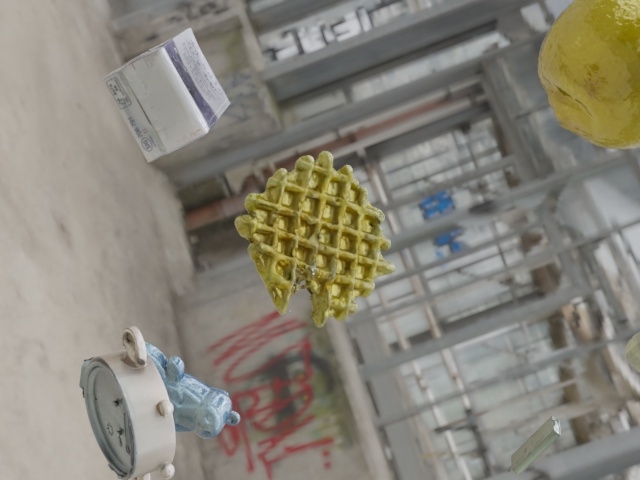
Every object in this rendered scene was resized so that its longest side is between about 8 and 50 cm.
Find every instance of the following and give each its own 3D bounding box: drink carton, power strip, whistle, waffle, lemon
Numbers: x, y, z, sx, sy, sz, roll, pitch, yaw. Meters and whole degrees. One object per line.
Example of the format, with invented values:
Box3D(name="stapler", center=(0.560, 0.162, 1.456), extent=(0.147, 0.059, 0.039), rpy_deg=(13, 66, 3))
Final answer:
Box3D(name="drink carton", center=(-0.213, -0.213, 1.606), extent=(0.134, 0.102, 0.222), rpy_deg=(60, 14, -13))
Box3D(name="power strip", center=(0.377, 0.368, 1.988), extent=(0.019, 0.136, 0.051), rpy_deg=(34, 24, -10))
Box3D(name="whistle", center=(-0.255, 0.246, 1.773), extent=(0.093, 0.269, 0.180), rpy_deg=(-65, 166, -63))
Box3D(name="waffle", center=(-0.001, 0.000, 1.759), extent=(0.056, 0.250, 0.261), rpy_deg=(-12, -71, 58))
Box3D(name="lemon", center=(0.595, -0.346, 2.182), extent=(0.348, 0.348, 0.347), rpy_deg=(-20, 90, -86))

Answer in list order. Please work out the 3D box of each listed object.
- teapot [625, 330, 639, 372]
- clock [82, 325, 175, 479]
Box3D(name="teapot", center=(0.579, 0.142, 1.746), extent=(0.107, 0.200, 0.077), rpy_deg=(41, 42, 6))
Box3D(name="clock", center=(-0.230, 0.208, 1.341), extent=(0.156, 0.063, 0.229), rpy_deg=(41, -44, 48))
